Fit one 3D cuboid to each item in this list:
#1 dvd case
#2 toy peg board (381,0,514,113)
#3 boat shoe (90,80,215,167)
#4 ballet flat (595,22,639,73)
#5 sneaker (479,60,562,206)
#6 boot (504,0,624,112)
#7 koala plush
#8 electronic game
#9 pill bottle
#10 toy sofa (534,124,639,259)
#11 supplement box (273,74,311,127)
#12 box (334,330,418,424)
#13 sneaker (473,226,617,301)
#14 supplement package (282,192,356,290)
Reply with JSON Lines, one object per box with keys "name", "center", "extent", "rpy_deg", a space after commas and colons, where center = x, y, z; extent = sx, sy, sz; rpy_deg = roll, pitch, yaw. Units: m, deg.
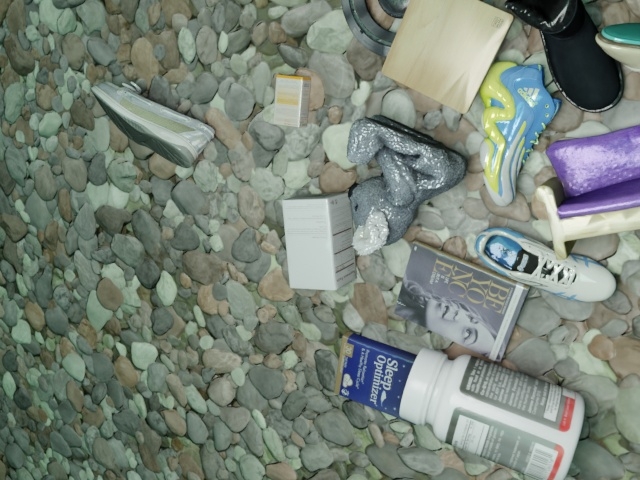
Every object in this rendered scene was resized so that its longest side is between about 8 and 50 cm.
{"name": "dvd case", "center": [0.254, 0.113, 1.104], "extent": [0.221, 0.018, 0.165], "rpy_deg": [23, 120, 22]}
{"name": "toy peg board", "center": [0.210, -0.318, 0.971], "extent": [0.160, 0.079, 0.161], "rpy_deg": [31, 118, 15]}
{"name": "boat shoe", "center": [-0.382, -0.276, 1.334], "extent": [0.320, 0.103, 0.118], "rpy_deg": [31, 159, 23]}
{"name": "ballet flat", "center": [0.496, -0.259, 0.822], "extent": [0.248, 0.086, 0.086], "rpy_deg": [-7, 99, -3]}
{"name": "sneaker", "center": [0.328, -0.176, 0.971], "extent": [0.126, 0.091, 0.240], "rpy_deg": [-3, 99, 28]}
{"name": "boot", "center": [0.353, -0.297, 0.863], "extent": [0.094, 0.207, 0.247], "rpy_deg": [-24, 89, 32]}
{"name": "koala plush", "center": [0.128, -0.083, 1.050], "extent": [0.203, 0.196, 0.221], "rpy_deg": [26, 109, 11]}
{"name": "electronic game", "center": [0.143, -0.435, 1.037], "extent": [0.229, 0.048, 0.230], "rpy_deg": [8, 110, 21]}
{"name": "pill bottle", "center": [0.295, 0.297, 1.043], "extent": [0.283, 0.161, 0.161], "rpy_deg": [17, 109, 20]}
{"name": "toy sofa", "center": [0.508, -0.095, 0.857], "extent": [0.362, 0.150, 0.177], "rpy_deg": [-11, 97, 30]}
{"name": "supplement box", "center": [-0.057, -0.278, 1.188], "extent": [0.062, 0.036, 0.099], "rpy_deg": [13, 107, 25]}
{"name": "box", "center": [0.141, 0.283, 1.208], "extent": [0.225, 0.036, 0.137], "rpy_deg": [15, 108, 24]}
{"name": "sneaker", "center": [0.371, 0.046, 1.001], "extent": [0.237, 0.086, 0.085], "rpy_deg": [22, 110, 21]}
{"name": "supplement package", "center": [0.000, 0.000, 1.179], "extent": [0.105, 0.105, 0.180], "rpy_deg": [1, 101, 27]}
